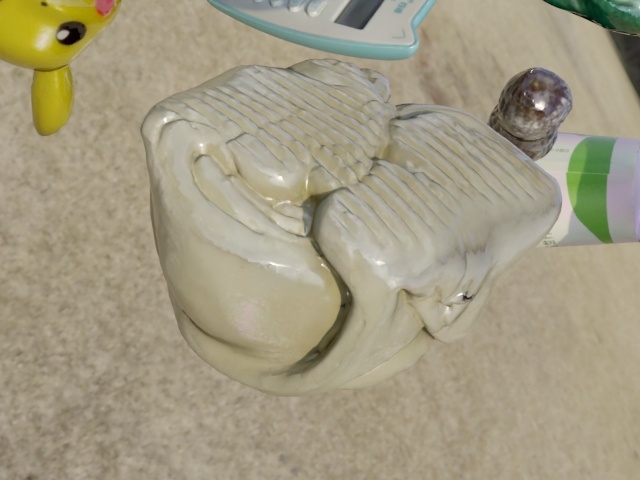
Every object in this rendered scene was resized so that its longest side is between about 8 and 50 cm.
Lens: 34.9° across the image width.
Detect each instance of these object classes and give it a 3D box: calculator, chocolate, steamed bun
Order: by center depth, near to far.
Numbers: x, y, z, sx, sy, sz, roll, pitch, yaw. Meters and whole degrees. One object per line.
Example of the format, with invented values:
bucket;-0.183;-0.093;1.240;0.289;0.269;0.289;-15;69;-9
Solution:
steamed bun;0.000;0.000;0.948;0.342;0.255;0.368;37;35;28
chocolate;0.301;-0.179;1.483;0.248;0.110;0.110;92;-25;-78
calculator;0.008;-0.383;1.494;0.256;0.386;0.054;-57;157;-26

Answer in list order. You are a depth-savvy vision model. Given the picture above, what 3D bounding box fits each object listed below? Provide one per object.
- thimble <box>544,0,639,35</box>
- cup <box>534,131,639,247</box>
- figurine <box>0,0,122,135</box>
thimble;0.255;-0.269;0.697;0.288;0.254;0.167;21;30;9
cup;0.459;-0.092;1.880;0.253;0.274;0.253;-11;102;-61
figurine;-0.253;-0.281;0.933;0.218;0.326;0.169;30;-3;-27
